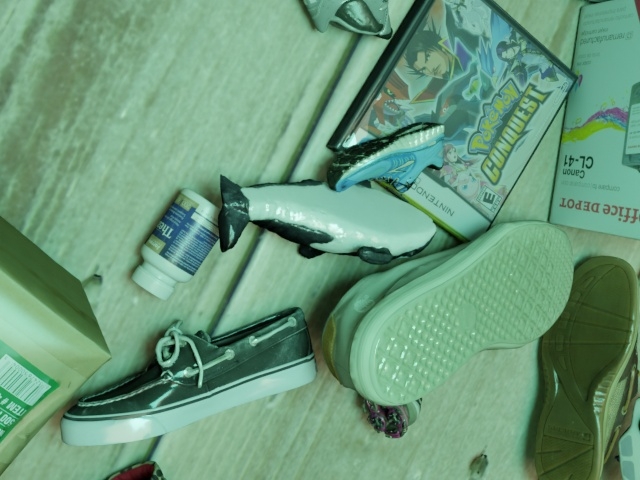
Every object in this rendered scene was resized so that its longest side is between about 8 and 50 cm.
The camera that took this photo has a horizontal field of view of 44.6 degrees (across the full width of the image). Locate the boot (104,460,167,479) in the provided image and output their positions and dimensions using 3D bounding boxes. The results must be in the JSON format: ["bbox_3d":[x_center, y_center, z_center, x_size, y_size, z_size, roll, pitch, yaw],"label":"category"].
[{"bbox_3d":[-0.259,0.458,0.886,0.377,0.138,0.284,-33,110,-17],"label":"boot"}]

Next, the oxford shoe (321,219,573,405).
[{"bbox_3d":[0.172,0.073,0.978,0.449,0.130,0.169,-20,105,-39],"label":"oxford shoe"}]

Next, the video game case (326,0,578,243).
[{"bbox_3d":[0.178,-0.168,1.006,0.248,0.035,0.275,33,86,-22],"label":"video game case"}]

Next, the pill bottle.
[{"bbox_3d":[-0.161,0.006,0.887,0.067,0.067,0.120,36,85,-22],"label":"pill bottle"}]

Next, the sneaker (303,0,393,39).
[{"bbox_3d":[0.082,-0.313,0.928,0.229,0.086,0.132,-24,112,-5],"label":"sneaker"}]

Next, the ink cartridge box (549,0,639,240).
[{"bbox_3d":[0.430,-0.153,1.004,0.131,0.226,0.306,5,96,-21],"label":"ink cartridge box"}]

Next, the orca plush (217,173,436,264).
[{"bbox_3d":[0.000,0.000,0.929,0.287,0.151,0.102,-7,141,-40],"label":"orca plush"}]

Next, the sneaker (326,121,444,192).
[{"bbox_3d":[0.085,-0.086,0.930,0.162,0.063,0.073,-22,110,-18],"label":"sneaker"}]

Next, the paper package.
[{"bbox_3d":[-0.373,0.027,0.678,0.168,0.309,0.325,-48,113,-8],"label":"paper package"}]

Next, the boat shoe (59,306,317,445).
[{"bbox_3d":[-0.147,0.146,0.893,0.306,0.113,0.105,-13,97,-22],"label":"boat shoe"}]

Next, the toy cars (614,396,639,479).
[{"bbox_3d":[0.485,0.401,1.165,0.087,0.176,0.393,-7,118,22],"label":"toy cars"}]

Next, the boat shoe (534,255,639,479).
[{"bbox_3d":[0.394,0.194,1.122,0.123,0.123,0.342,11,86,-53],"label":"boat shoe"}]

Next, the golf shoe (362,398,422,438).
[{"bbox_3d":[0.072,0.159,1.013,0.086,0.067,0.186,-38,106,-49],"label":"golf shoe"}]
